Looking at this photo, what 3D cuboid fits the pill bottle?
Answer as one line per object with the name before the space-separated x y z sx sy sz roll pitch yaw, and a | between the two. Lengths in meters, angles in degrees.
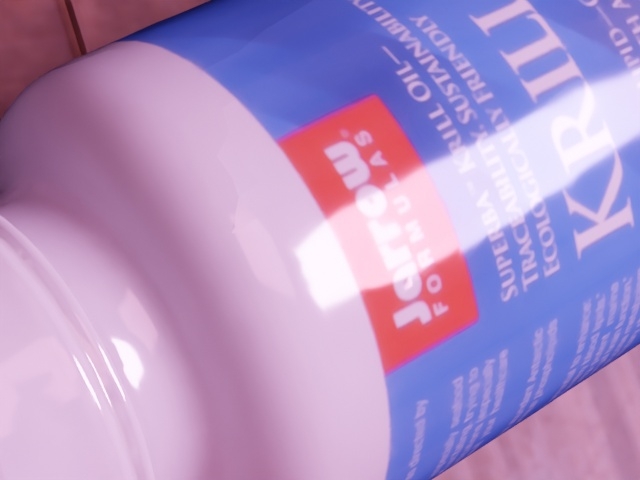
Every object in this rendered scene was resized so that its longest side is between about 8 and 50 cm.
pill bottle | 0.000 0.000 0.410 0.221 0.124 0.124 -29 86 -31
